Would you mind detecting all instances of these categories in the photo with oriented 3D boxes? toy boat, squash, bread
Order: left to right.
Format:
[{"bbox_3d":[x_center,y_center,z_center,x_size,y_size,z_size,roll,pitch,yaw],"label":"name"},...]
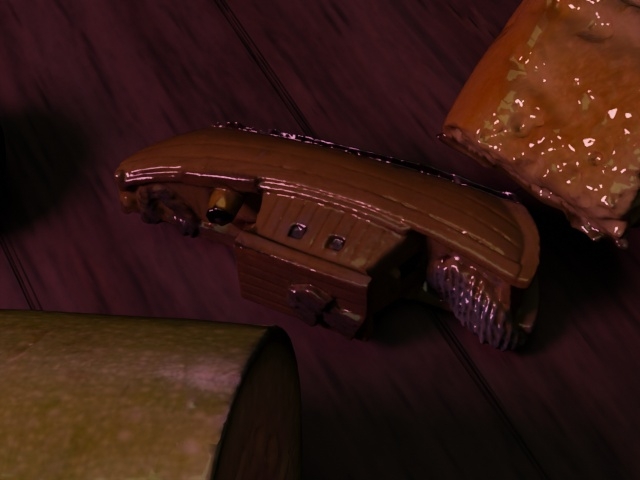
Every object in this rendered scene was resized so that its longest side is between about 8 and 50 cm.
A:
[{"bbox_3d":[-0.219,0.162,0.792,0.385,0.263,0.263,3,55,10],"label":"squash"},{"bbox_3d":[0.000,0.000,0.979,0.321,0.089,0.121,16,55,16],"label":"toy boat"},{"bbox_3d":[0.222,-0.121,0.982,0.262,0.162,0.204,-25,42,-36],"label":"bread"}]

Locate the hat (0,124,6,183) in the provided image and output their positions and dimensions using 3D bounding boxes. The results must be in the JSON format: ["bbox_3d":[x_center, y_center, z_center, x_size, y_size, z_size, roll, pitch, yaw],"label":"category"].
[{"bbox_3d":[-0.427,-0.019,0.969,0.400,0.285,0.285,-3,54,-8],"label":"hat"}]
